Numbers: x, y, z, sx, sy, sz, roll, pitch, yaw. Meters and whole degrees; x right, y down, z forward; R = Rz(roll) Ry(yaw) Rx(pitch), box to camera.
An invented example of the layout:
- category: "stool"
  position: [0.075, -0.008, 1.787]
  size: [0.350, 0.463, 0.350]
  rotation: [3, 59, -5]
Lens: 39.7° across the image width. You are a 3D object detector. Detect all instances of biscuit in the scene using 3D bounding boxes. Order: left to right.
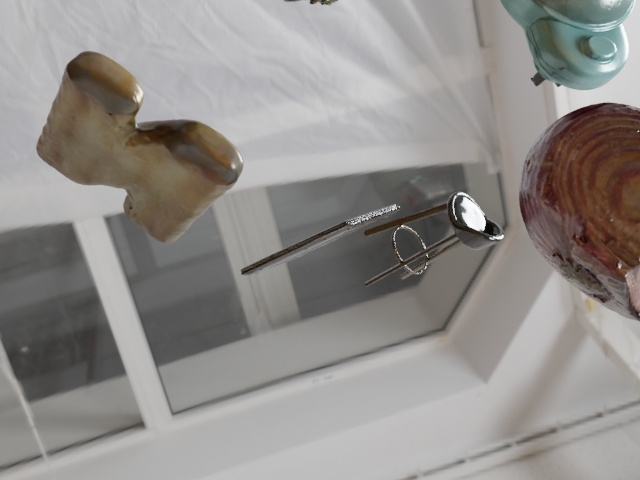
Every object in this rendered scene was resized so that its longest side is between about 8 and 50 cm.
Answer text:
- category: "biscuit"
  position: [-0.235, -0.108, 1.120]
  size: [0.062, 0.236, 0.290]
  rotation: [-62, -168, -29]

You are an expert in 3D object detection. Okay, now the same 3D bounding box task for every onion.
- category: "onion"
  position: [0.362, -0.043, 1.077]
  size: [0.272, 0.256, 0.230]
  rotation: [-34, -127, -27]

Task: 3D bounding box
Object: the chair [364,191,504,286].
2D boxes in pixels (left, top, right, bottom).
- category: "chair"
  position: [0.163, -0.006, 1.336]
  size: [0.221, 0.095, 0.104]
  rotation: [-24, 173, 38]

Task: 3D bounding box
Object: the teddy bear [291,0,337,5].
- category: "teddy bear"
  position: [-0.003, -0.422, 1.282]
  size: [0.133, 0.213, 0.111]
  rotation: [12, 172, 4]

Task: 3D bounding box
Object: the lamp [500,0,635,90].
- category: "lamp"
  position: [0.343, -0.345, 1.224]
  size: [0.209, 0.284, 0.147]
  rotation: [-2, 178, -19]

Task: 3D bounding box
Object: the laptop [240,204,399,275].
- category: "laptop"
  position: [0.000, 0.000, 1.098]
  size: [0.180, 0.016, 0.129]
  rotation: [-26, 177, 36]
